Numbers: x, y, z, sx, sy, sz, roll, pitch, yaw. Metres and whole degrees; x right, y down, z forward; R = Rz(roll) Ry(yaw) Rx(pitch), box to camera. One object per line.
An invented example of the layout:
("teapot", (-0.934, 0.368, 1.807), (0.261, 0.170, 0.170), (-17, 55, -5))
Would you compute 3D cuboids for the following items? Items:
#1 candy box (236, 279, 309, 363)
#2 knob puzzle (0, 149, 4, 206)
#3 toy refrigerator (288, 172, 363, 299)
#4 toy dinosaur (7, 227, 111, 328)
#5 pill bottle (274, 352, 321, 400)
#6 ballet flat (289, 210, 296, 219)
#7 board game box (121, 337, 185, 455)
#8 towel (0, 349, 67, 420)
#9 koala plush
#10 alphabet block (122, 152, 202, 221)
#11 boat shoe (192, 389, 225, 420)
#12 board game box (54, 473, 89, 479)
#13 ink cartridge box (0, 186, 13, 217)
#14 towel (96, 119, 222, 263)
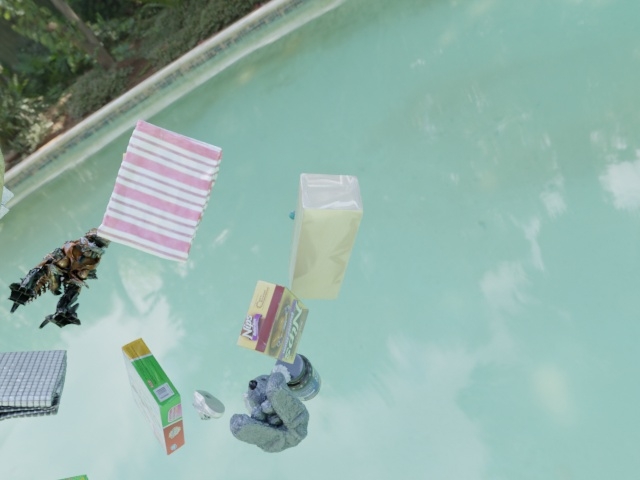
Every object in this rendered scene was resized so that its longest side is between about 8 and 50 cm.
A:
("candy box", (-0.074, 0.146, 0.804), (0.053, 0.186, 0.109), (13, 74, 14))
("knob puzzle", (-0.494, -0.094, 0.585), (0.030, 0.213, 0.213), (4, 44, 28))
("toy refrigerator", (0.000, 0.000, 0.879), (0.102, 0.269, 0.094), (1, 51, -8))
("toy dinosaur", (-0.626, 0.092, 1.138), (0.322, 0.164, 0.218), (-49, 26, 38))
("pill bottle", (-0.077, 0.447, 1.544), (0.123, 0.219, 0.122), (-6, 58, 10))
("ballet flat", (-0.053, -0.073, 1.582), (0.114, 0.041, 0.041), (28, 63, 28))
("board game box", (-0.511, 0.484, 1.437), (0.064, 0.316, 0.242), (-26, 55, -34))
("towel", (-0.991, 0.487, 1.566), (0.235, 0.121, 0.283), (5, 20, -23))
("koala plush", (-0.144, 0.460, 1.316), (0.196, 0.203, 0.221), (-46, 25, -5))
("alphabet block", (-0.474, -0.160, 1.399), (0.193, 0.197, 0.192), (-3, 12, -35))
("boat shoe", (-0.441, 0.657, 1.821), (0.227, 0.079, 0.081), (9, 83, 56))
("board game box", (-0.592, 0.728, 1.119), (0.214, 0.317, 0.046), (-18, 5, 18))
("ink cartridge box", (-0.866, -0.076, 1.161), (0.060, 0.104, 0.180), (22, 67, 42))
("towel", (-0.250, -0.076, 0.735), (0.029, 0.144, 0.197), (164, 124, -79))
